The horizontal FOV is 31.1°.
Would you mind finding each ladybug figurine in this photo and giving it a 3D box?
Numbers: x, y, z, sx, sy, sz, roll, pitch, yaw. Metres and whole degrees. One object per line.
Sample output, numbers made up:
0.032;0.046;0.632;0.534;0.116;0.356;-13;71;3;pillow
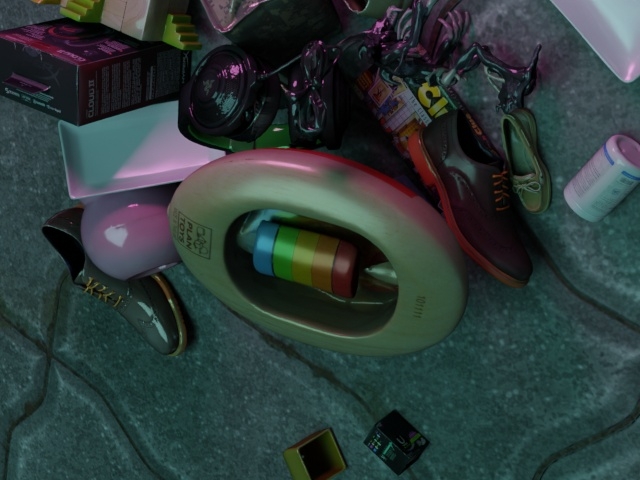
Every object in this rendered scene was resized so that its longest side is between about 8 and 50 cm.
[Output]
0.000;0.000;1.608;0.449;0.162;0.305;19;130;13;ladybug figurine

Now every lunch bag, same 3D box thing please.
-0.116;-0.420;1.681;0.169;0.235;0.287;-29;79;9;lunch bag

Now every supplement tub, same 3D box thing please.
0.384;-0.083;1.542;0.071;0.071;0.107;49;131;12;supplement tub

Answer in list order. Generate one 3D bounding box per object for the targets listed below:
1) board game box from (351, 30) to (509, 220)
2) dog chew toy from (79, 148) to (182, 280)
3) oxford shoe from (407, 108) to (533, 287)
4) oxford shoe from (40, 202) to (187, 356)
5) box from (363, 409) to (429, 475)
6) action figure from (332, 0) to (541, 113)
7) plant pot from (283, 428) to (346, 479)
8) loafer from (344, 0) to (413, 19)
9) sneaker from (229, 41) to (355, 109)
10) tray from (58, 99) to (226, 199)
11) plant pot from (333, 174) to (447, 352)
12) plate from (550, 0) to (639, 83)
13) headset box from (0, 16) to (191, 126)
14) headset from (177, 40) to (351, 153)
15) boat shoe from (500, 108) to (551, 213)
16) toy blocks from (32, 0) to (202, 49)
0.163;-0.168;1.716;0.136;0.030;0.260;-40;81;39;board game box
-0.350;-0.101;2.053;0.206;0.206;0.332;-24;84;42;dog chew toy
0.229;-0.059;1.627;0.098;0.097;0.271;-37;83;36;oxford shoe
-0.398;0.089;2.201;0.364;0.133;0.130;48;130;13;oxford shoe
0.126;0.338;1.927;0.083;0.062;0.052;42;130;19;box
0.164;-0.269;1.581;0.275;0.164;0.141;19;94;13;action figure
-0.020;0.391;2.060;0.083;0.081;0.081;-18;96;54;plant pot
0.033;-0.433;1.669;0.268;0.092;0.102;53;131;9;loafer
-0.045;-0.239;1.836;0.222;0.083;0.118;28;145;17;sneaker
-0.300;-0.156;1.959;0.030;0.270;0.145;105;155;-74;tray
0.074;0.021;1.782;0.165;0.165;0.234;49;121;13;plant pot
0.390;-0.385;1.431;0.277;0.045;0.278;51;131;12;plate
-0.395;-0.294;1.936;0.218;0.293;0.110;22;120;30;headset box
-0.064;-0.174;1.626;0.394;0.243;0.185;144;129;-67;headset
0.286;-0.108;1.626;0.056;0.048;0.153;0;108;39;boat shoe
-0.338;-0.499;1.907;0.381;0.191;0.261;27;112;29;toy blocks
